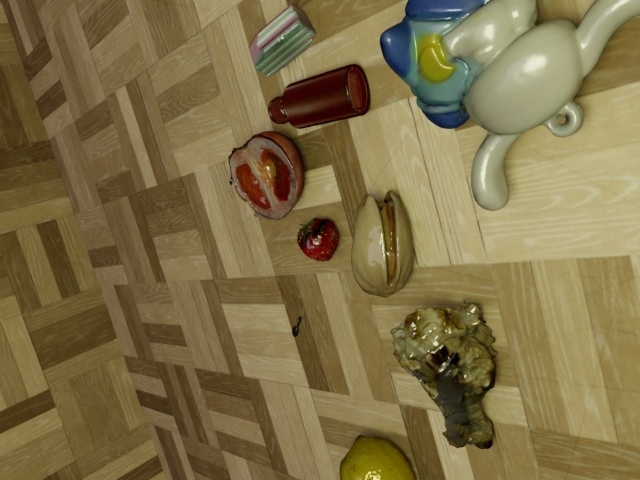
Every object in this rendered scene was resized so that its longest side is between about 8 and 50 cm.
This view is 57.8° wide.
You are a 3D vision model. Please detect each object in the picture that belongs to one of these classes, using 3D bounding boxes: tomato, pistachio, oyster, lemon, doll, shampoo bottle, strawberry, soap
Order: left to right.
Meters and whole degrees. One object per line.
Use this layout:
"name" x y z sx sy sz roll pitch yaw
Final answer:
"tomato" -0.104 -0.156 1.355 0.227 0.112 0.199 -13 105 49
"soap" -0.085 -0.415 1.220 0.149 0.100 0.056 -32 76 25
"shampoo bottle" -0.012 -0.293 1.224 0.260 0.064 0.102 -1 107 48
"strawberry" 0.000 0.001 1.331 0.106 0.106 0.106 23 123 40
"lemon" 0.137 0.569 1.378 0.193 0.181 0.180 51 142 -14
"pistachio" 0.122 0.012 1.173 0.152 0.126 0.223 -114 20 -68
"oyster" 0.249 0.276 1.137 0.197 0.133 0.337 -5 121 22
"doll" 0.247 -0.285 0.875 0.365 0.187 0.376 42 112 15

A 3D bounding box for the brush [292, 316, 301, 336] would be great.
"brush" -0.064 0.233 1.568 0.024 0.008 0.083 47 136 27
